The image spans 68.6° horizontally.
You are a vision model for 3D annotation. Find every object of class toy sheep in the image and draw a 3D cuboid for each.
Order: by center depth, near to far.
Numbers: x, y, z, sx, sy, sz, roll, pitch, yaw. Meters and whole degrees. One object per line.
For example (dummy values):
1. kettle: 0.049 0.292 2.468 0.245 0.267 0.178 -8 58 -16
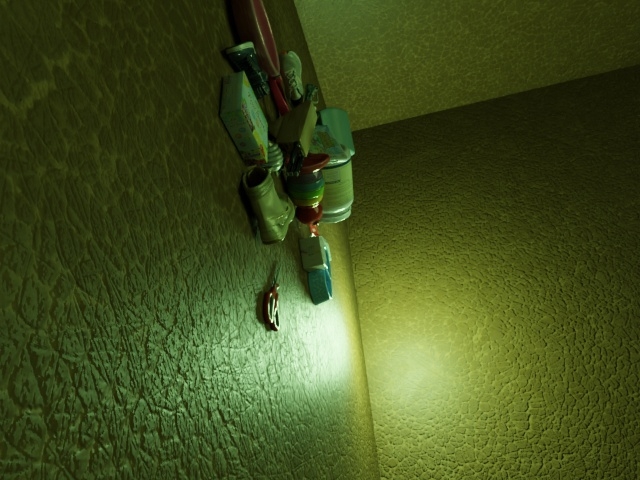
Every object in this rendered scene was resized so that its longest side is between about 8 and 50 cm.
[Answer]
1. toy sheep: -0.165 -0.271 1.545 0.091 0.091 0.132 -86 166 -58

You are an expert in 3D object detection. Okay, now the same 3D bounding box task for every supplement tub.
1. supplement tub: 0.034 -0.271 2.207 0.235 0.235 0.325 -85 170 -60

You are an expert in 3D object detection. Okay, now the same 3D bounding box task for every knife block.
1. knife block: -0.081 -0.362 1.710 0.242 0.275 0.088 49 -10 35

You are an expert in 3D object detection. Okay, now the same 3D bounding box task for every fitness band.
1. fitness band: -0.163 -0.576 1.914 0.291 0.054 0.209 -107 179 -60

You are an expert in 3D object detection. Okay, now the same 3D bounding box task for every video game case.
1. video game case: -0.008 -0.417 2.035 0.212 0.193 0.023 63 -32 27

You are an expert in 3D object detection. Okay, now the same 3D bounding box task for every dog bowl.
1. dog bowl: -0.001 0.143 2.069 0.166 0.074 0.297 69 13 -46

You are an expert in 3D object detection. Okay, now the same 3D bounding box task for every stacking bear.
1. stacking bear: -0.055 -0.199 1.921 0.164 0.175 0.289 -46 141 -44

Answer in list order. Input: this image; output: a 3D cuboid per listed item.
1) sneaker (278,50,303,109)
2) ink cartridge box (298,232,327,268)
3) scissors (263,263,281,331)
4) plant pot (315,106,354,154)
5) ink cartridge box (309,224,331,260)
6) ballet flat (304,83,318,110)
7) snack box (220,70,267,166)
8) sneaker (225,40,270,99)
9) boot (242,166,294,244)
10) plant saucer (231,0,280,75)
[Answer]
1. sneaker: -0.111 -0.648 1.929 0.262 0.099 0.121 71 4 -57
2. ink cartridge box: -0.031 0.048 1.950 0.092 0.089 0.143 50 29 -72
3. scissors: -0.137 0.140 1.409 0.297 0.021 0.109 -89 163 -47
4. plant pot: 0.001 -0.557 2.447 0.252 0.247 0.247 3 75 -64
5. ink cartridge box: 0.000 0.000 2.318 0.181 0.056 0.225 -15 96 -81
6. ballet flat: -0.043 -0.576 1.977 0.070 0.070 0.188 52 45 -70
7. snack box: -0.217 -0.350 1.362 0.207 0.070 0.175 68 14 -53
8. sneaker: -0.224 -0.529 1.480 0.226 0.086 0.163 -69 144 -75
9. boot: -0.156 -0.135 1.414 0.262 0.095 0.203 -79 155 -57
10. plant saucer: -0.232 -0.744 1.664 0.332 0.084 0.332 -15 90 -82
